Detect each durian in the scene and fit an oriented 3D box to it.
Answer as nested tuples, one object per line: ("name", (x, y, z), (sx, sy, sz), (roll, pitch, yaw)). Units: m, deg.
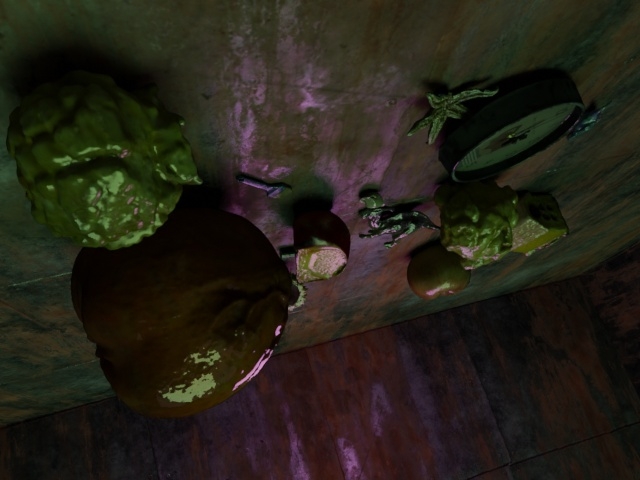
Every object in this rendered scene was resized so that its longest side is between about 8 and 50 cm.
("durian", (-0.178, 0.162, 1.729), (0.261, 0.153, 0.186), (-5, 135, -15))

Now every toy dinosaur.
("toy dinosaur", (0.226, -0.043, 1.569), (0.294, 0.077, 0.162), (-2, 155, -33))
("toy dinosaur", (0.651, -0.290, 1.301), (0.080, 0.045, 0.197), (-28, 169, -8))

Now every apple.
("apple", (0.452, 0.123, 2.020), (0.261, 0.193, 0.260), (-14, 162, -4))

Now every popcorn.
("popcorn", (-0.313, -0.110, 0.762), (0.258, 0.223, 0.270), (-34, 148, 23))
("popcorn", (0.433, -0.051, 1.484), (0.250, 0.241, 0.235), (4, 154, -39))

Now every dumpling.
("dumpling", (0.132, -0.105, 1.387), (0.060, 0.043, 0.077), (-12, -176, 40))

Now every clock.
("clock", (0.424, -0.237, 1.179), (0.326, 0.067, 0.325), (-20, 164, -6))

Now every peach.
("peach", (-0.001, -0.004, 1.383), (0.159, 0.153, 0.267), (-6, 150, -2))

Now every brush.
("brush", (-0.127, -0.121, 1.173), (0.051, 0.014, 0.164), (-30, 156, 29))

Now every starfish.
("starfish", (0.251, -0.250, 1.063), (0.208, 0.053, 0.175), (-13, 152, -27))

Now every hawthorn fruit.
("hawthorn fruit", (-0.277, 0.139, 1.131), (0.473, 0.471, 0.471), (-15, 160, -5))

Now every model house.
("model house", (0.676, -0.049, 1.766), (0.235, 0.174, 0.193), (-4, 157, -39))

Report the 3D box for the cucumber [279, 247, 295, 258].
("cucumber", (-0.059, 0.033, 1.609), (0.133, 0.032, 0.032), (-8, 158, -20))
